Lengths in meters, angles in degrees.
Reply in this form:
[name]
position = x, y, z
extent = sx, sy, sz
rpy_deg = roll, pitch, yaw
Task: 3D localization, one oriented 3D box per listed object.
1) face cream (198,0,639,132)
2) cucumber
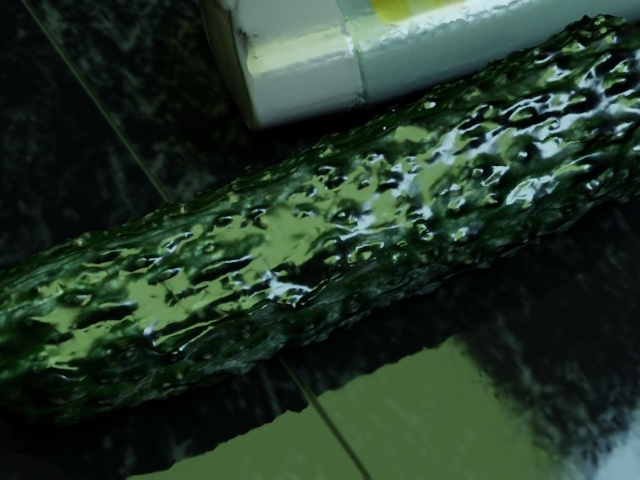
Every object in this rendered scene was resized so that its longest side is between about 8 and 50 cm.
[face cream]
position = 0.074, -0.131, 0.516
extent = 0.269, 0.073, 0.107
rpy_deg = -17, 46, -10
[cucumber]
position = 0.000, 0.000, 0.435
extent = 0.359, 0.096, 0.096
rpy_deg = -25, 68, -15
